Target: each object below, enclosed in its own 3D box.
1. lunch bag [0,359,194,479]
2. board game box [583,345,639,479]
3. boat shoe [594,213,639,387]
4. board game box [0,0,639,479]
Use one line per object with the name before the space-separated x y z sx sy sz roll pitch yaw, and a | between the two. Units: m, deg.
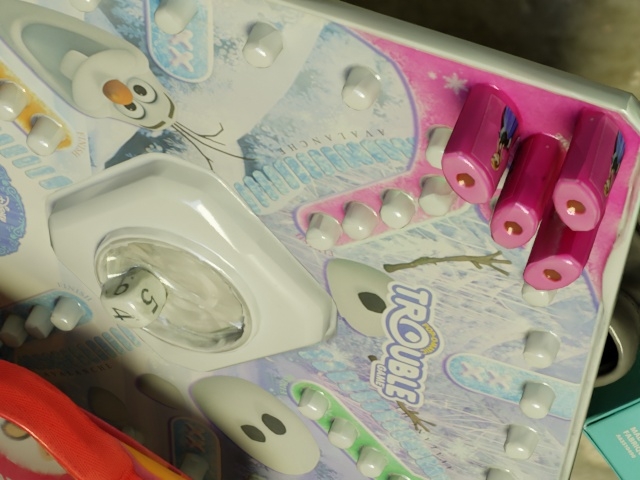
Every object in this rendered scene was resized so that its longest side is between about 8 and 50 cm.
lunch bag | -0.177 0.143 0.954 0.293 0.120 0.258 31 141 -7
board game box | 0.340 0.100 0.924 0.336 0.079 0.254 -30 105 27
boat shoe | 0.000 0.000 0.922 0.335 0.095 0.112 9 129 2
board game box | -0.067 0.025 0.871 0.390 0.050 0.390 19 143 12
